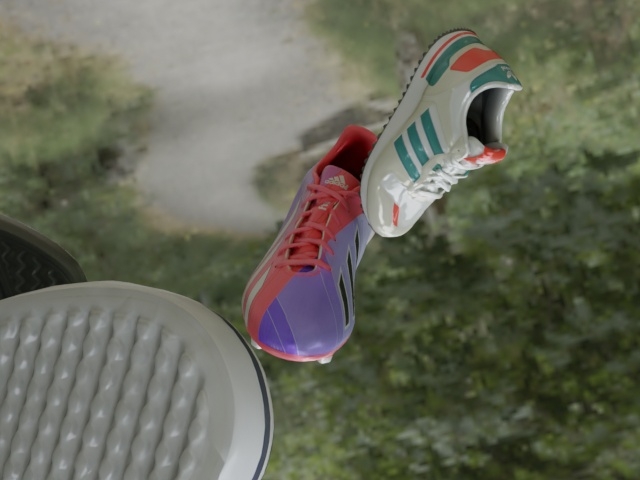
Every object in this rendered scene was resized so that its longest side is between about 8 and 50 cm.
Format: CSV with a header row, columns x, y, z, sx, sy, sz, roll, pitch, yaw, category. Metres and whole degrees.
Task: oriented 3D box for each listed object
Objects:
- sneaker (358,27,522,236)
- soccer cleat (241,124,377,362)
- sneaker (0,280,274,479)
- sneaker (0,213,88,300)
x,y,z,sx,sy,sz,roll,pitch,yaw,category
0.084,-0.061,1.015,0.057,0.161,0.075,3,-149,-44,sneaker
0.000,0.000,1.072,0.083,0.095,0.248,13,-152,6,soccer cleat
-0.126,0.107,0.615,0.321,0.126,0.127,-24,158,32,sneaker
-0.226,0.010,0.788,0.227,0.087,0.130,2,-169,7,sneaker
